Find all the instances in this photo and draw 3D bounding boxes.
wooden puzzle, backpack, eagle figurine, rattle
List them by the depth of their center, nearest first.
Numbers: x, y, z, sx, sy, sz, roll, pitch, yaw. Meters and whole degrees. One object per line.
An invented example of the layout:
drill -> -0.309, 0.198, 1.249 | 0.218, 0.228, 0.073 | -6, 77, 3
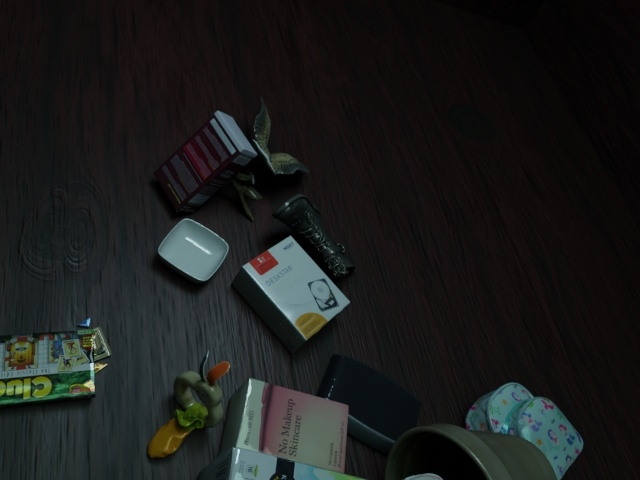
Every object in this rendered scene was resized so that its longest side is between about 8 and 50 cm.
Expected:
rattle -> -0.257, 0.309, 1.015 | 0.143, 0.199, 0.130 | -15, 66, -36
wooden puzzle -> -0.469, 0.216, 1.086 | 0.079, 0.014, 0.116 | -25, 72, -40
backpack -> 0.502, 0.491, 1.340 | 0.225, 0.191, 0.253 | -23, 66, -38
eagle figurine -> -0.160, -0.243, 1.479 | 0.225, 0.226, 0.298 | 28, 50, 18

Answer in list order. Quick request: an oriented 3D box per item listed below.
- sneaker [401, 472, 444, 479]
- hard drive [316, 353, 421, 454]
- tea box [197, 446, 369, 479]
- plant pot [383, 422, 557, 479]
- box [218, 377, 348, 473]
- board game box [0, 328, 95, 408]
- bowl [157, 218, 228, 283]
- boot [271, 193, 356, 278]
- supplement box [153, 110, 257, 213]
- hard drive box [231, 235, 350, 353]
sneaker -> 0.150, 0.479, 0.898 | 0.252, 0.111, 0.103 | -23, 74, -43
hard drive -> 0.120, 0.389, 1.273 | 0.255, 0.054, 0.172 | 32, 48, -6
tea box -> -0.067, 0.577, 0.918 | 0.324, 0.220, 0.329 | 21, 49, -18
plant pot -> 0.341, 0.534, 1.131 | 0.280, 0.323, 0.323 | 0, 58, -36
box -> -0.074, 0.399, 1.106 | 0.232, 0.127, 0.148 | 20, 51, -17
board game box -> -0.561, 0.241, 0.997 | 0.260, 0.030, 0.136 | -1, 61, -26
bowl -> -0.307, 0.032, 1.284 | 0.142, 0.053, 0.142 | 33, 48, -4
boot -> 0.000, 0.000, 1.402 | 0.229, 0.091, 0.263 | 55, 16, 17
supplement box -> -0.288, -0.190, 1.330 | 0.130, 0.239, 0.073 | 56, 17, 15
hard drive box -> -0.073, 0.131, 1.324 | 0.232, 0.089, 0.181 | 47, 48, 8
